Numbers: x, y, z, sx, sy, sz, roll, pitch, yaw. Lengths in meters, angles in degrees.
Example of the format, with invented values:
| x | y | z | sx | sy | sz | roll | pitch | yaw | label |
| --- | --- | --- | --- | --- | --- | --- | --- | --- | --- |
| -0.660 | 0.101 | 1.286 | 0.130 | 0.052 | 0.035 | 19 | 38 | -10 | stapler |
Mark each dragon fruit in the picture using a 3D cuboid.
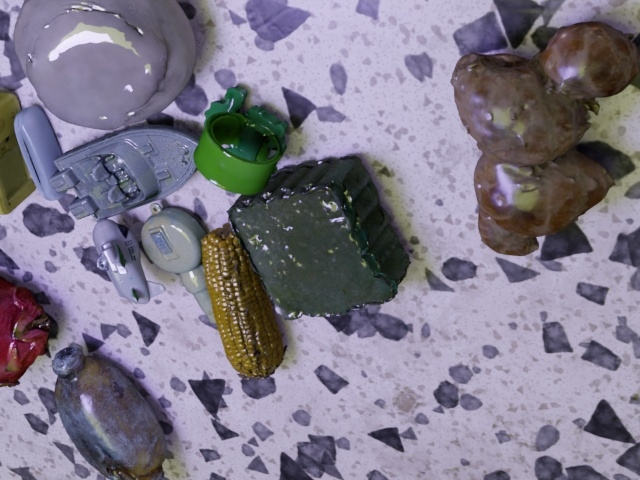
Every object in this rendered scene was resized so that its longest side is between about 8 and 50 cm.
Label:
| x | y | z | sx | sy | sz | roll | pitch | yaw | label |
| --- | --- | --- | --- | --- | --- | --- | --- | --- | --- |
| -0.691 | 0.183 | 2.168 | 0.315 | 0.250 | 0.250 | 21 | 129 | 35 | dragon fruit |

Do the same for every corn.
| x | y | z | sx | sy | sz | roll | pitch | yaw | label |
| --- | --- | --- | --- | --- | --- | --- | --- | --- | --- |
| -0.144 | 0.119 | 1.946 | 0.115 | 0.115 | 0.318 | -3 | 117 | 26 | corn |

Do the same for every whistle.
| x | y | z | sx | sy | sz | roll | pitch | yaw | label |
| --- | --- | --- | --- | --- | --- | --- | --- | --- | --- |
| -0.246 | 0.043 | 1.972 | 0.126 | 0.067 | 0.258 | -14 | 116 | 34 | whistle |

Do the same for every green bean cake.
| x | y | z | sx | sy | sz | roll | pitch | yaw | label |
| --- | --- | --- | --- | --- | --- | --- | --- | --- | --- |
| 0.000 | 0.000 | 1.794 | 0.241 | 0.132 | 0.255 | -16 | 114 | 32 | green bean cake |

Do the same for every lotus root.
| x | y | z | sx | sy | sz | roll | pitch | yaw | label |
| --- | --- | --- | --- | --- | --- | --- | --- | --- | --- |
| -0.434 | 0.359 | 2.204 | 0.175 | 0.175 | 0.350 | -20 | 106 | 33 | lotus root |

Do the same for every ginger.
| x | y | z | sx | sy | sz | roll | pitch | yaw | label |
| --- | --- | --- | --- | --- | --- | --- | --- | --- | --- |
| 0.309 | -0.135 | 1.546 | 0.256 | 0.176 | 0.375 | 3 | 123 | 4 | ginger |

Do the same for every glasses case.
| x | y | z | sx | sy | sz | roll | pitch | yaw | label |
| --- | --- | --- | --- | --- | --- | --- | --- | --- | --- |
| -0.506 | -0.157 | 1.961 | 0.045 | 0.067 | 0.179 | -1 | 119 | 25 | glasses case |

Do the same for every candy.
| x | y | z | sx | sy | sz | roll | pitch | yaw | label |
| --- | --- | --- | --- | --- | --- | --- | --- | --- | --- |
| -0.343 | -0.315 | 1.718 | 0.295 | 0.185 | 0.296 | 2 | 119 | 4 | candy |

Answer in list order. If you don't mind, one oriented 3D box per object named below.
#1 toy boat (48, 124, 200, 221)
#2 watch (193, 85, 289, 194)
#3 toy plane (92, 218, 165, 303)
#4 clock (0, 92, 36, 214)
| x | y | z | sx | sy | sz | roll | pitch | yaw | label |
| --- | --- | --- | --- | --- | --- | --- | --- | --- | --- |
| -0.330 | -0.126 | 1.885 | 0.319 | 0.092 | 0.141 | -17 | 118 | 31 | toy boat |
| -0.144 | -0.150 | 1.744 | 0.165 | 0.152 | 0.131 | 36 | 129 | 6 | watch |
| -0.357 | 0.038 | 1.962 | 0.080 | 0.174 | 0.174 | -28 | 109 | 1 | toy plane |
| -0.599 | -0.158 | 1.956 | 0.096 | 0.143 | 0.202 | 6 | 121 | 18 | clock |
